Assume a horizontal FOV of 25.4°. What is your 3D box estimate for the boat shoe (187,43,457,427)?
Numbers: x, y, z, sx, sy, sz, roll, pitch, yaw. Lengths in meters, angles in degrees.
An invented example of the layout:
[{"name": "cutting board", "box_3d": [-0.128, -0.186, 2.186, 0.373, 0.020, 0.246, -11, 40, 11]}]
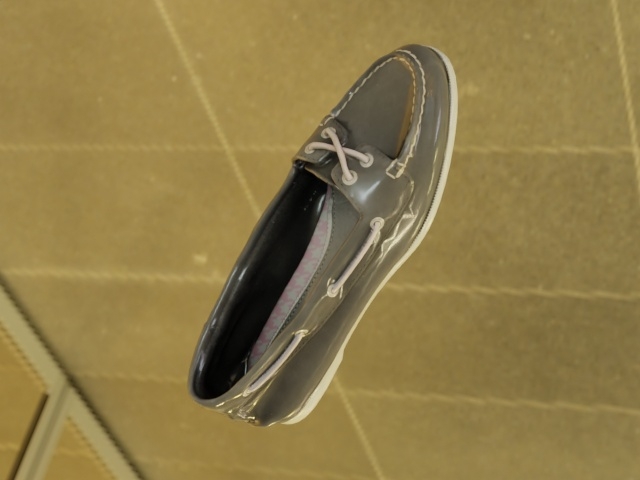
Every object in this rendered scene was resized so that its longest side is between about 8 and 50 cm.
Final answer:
[{"name": "boat shoe", "box_3d": [0.000, 0.000, 1.096, 0.095, 0.335, 0.112, 9, -158, -46]}]
